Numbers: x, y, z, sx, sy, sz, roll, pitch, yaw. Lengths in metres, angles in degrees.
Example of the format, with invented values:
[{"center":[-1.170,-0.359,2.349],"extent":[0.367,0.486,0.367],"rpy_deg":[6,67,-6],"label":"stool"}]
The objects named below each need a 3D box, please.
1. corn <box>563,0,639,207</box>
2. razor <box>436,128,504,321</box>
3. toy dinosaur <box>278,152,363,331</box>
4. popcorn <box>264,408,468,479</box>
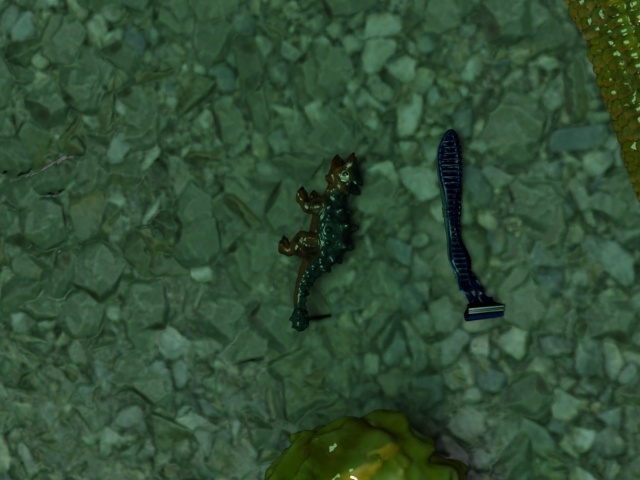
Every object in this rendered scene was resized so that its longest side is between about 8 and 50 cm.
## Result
[{"center":[0.247,-0.120,1.235],"extent":[0.101,0.101,0.291],"rpy_deg":[-20,83,22],"label":"corn"},{"center":[0.110,-0.012,1.334],"extent":[0.028,0.044,0.154],"rpy_deg":[-16,83,49],"label":"razor"},{"center":[0.000,0.000,1.371],"extent":[0.055,0.049,0.154],"rpy_deg":[16,93,18],"label":"toy dinosaur"},{"center":[0.028,0.224,1.308],"extent":[0.198,0.155,0.197],"rpy_deg":[-1,100,-8],"label":"popcorn"}]
